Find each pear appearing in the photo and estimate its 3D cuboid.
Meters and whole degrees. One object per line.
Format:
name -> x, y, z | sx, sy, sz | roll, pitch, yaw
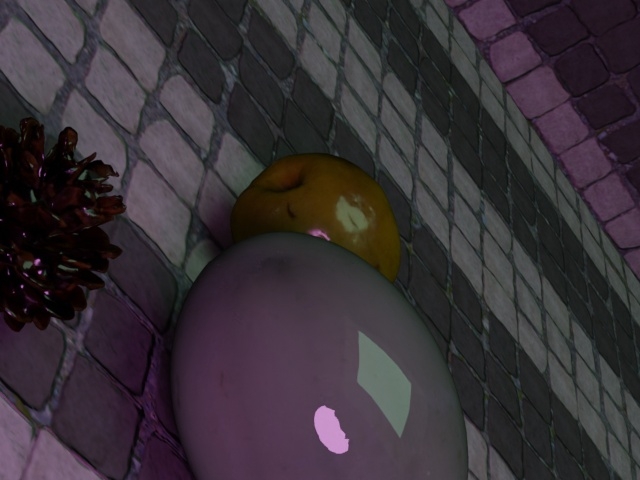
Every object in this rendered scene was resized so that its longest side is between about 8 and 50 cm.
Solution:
pear -> 0.000, 0.000, 1.260 | 0.162, 0.149, 0.148 | 55, 24, -33

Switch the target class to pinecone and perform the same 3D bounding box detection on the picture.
pinecone -> -0.188, -0.014, 0.907 | 0.140, 0.121, 0.140 | 41, 16, -14

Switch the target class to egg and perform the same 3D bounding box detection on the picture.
egg -> -0.001, 0.129, 1.043 | 0.203, 0.203, 0.282 | -13, 80, -66
